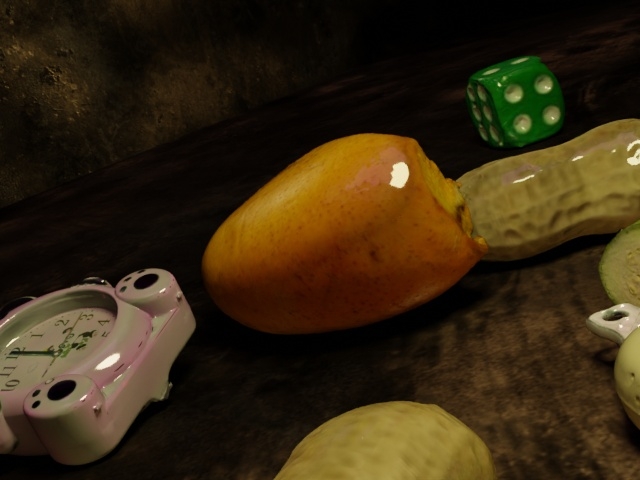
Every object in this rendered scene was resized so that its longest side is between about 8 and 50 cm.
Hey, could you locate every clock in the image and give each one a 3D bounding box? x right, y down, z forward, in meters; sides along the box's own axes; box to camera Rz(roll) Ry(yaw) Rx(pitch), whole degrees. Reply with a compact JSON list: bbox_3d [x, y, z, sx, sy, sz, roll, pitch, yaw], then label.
[{"bbox_3d":[-0.273,0.129,0.972,0.247,0.090,0.227,-4,34,27],"label":"clock"}]

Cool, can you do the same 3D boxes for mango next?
[{"bbox_3d":[0.000,0.000,1.015,0.350,0.201,0.199,-18,-4,31],"label":"mango"}]

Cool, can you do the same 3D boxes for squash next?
[{"bbox_3d":[0.334,0.001,0.839,0.095,0.095,0.188,-1,17,45],"label":"squash"}]

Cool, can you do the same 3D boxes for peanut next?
[{"bbox_3d":[0.264,-0.051,1.033,0.298,0.120,0.136,-16,-8,10],"label":"peanut"},{"bbox_3d":[0.027,0.172,0.521,0.122,0.137,0.253,-60,-6,27],"label":"peanut"}]

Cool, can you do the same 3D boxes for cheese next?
[{"bbox_3d":[0.260,0.084,0.667,0.137,0.064,0.227,-17,16,-10],"label":"cheese"}]

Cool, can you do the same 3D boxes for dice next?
[{"bbox_3d":[0.320,-0.227,1.552,0.120,0.128,0.131,-22,17,-9],"label":"dice"}]
